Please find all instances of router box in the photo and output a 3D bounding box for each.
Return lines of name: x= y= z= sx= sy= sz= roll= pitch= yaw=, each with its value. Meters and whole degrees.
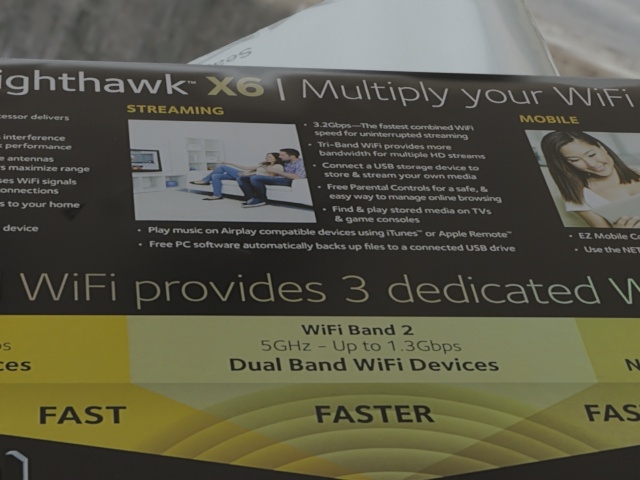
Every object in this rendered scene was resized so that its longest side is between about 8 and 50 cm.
router box: x=0.004 y=0.058 z=0.375 sx=0.309 sy=0.081 sz=0.243 roll=1 pitch=-142 yaw=-9

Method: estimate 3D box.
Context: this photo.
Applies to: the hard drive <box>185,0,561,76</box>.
hard drive: x=0.000 y=0.000 z=0.708 sx=0.353 sy=0.233 sz=0.047 roll=-99 pitch=-17 yaw=-59
